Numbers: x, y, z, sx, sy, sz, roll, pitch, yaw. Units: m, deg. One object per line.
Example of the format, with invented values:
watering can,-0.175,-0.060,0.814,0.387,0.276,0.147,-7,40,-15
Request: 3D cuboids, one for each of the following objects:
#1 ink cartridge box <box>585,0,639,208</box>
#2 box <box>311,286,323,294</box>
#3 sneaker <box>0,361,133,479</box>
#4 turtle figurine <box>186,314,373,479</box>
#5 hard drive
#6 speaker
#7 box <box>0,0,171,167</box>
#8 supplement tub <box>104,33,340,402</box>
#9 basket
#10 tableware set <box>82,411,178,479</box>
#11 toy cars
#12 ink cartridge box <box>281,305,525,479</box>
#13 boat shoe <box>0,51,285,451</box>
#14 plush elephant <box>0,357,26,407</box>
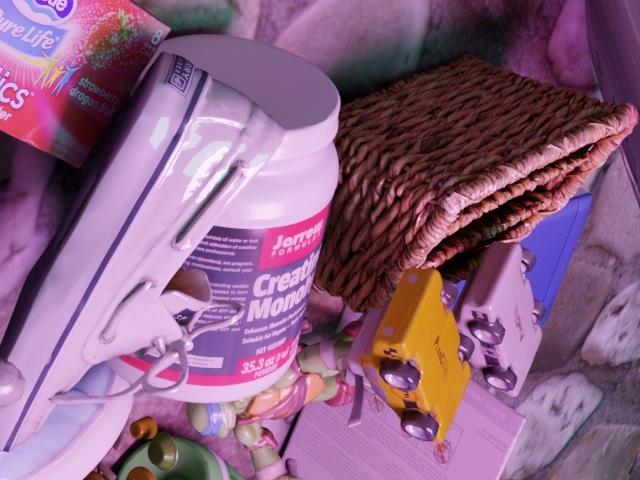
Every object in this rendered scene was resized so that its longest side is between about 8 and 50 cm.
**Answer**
ink cartridge box,0.355,-0.180,1.522,0.091,0.308,0.385,-15,143,6
box,0.000,0.000,1.505,0.081,0.028,0.136,-49,149,-7
sneaker,-0.303,0.160,1.199,0.366,0.135,0.150,-35,120,-46
turtle figurine,0.016,0.176,1.450,0.266,0.274,0.198,-26,120,-42
hard drive,0.199,0.054,1.785,0.318,0.040,0.210,-16,133,-43
speaker,-0.114,0.317,1.574,0.131,0.131,0.296,-47,146,-9
box,-0.239,-0.164,0.972,0.128,0.122,0.257,-56,147,3
supplement tub,-0.091,-0.016,1.229,0.191,0.191,0.272,-19,135,-40
basket,0.139,-0.031,1.429,0.299,0.223,0.214,-26,128,-41
tableware set,-0.192,0.238,1.424,0.024,0.104,0.154,-4,124,-51
toy cars,0.120,0.086,1.367,0.393,0.087,0.177,-13,115,-62
ink cartridge box,0.098,0.223,1.605,0.060,0.275,0.239,0,119,-49
boat shoe,-0.134,0.040,1.095,0.156,0.136,0.367,27,113,-14
plush elephant,-0.333,0.100,0.978,0.330,0.272,0.255,-25,144,25
